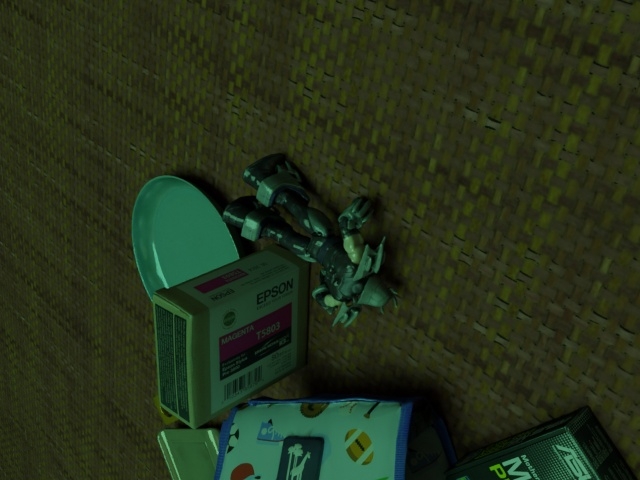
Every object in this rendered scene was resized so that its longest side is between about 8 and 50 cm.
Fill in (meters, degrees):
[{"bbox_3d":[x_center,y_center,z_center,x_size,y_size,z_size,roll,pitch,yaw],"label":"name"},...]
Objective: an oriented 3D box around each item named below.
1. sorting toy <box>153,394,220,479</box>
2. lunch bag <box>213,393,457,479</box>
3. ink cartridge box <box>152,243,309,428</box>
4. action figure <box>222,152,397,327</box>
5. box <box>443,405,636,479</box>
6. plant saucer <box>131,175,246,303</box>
[{"bbox_3d":[-0.230,0.452,1.448,0.196,0.047,0.347,-16,95,43],"label":"sorting toy"},{"bbox_3d":[0.030,0.408,1.013,0.328,0.239,0.385,-9,91,33],"label":"lunch bag"},{"bbox_3d":[-0.125,0.136,1.071,0.088,0.235,0.193,24,123,37],"label":"ink cartridge box"},{"bbox_3d":[0.000,0.000,0.998,0.285,0.099,0.185,40,124,22],"label":"action figure"},{"bbox_3d":[0.300,0.357,0.863,0.216,0.060,0.270,-41,76,46],"label":"box"},{"bbox_3d":[-0.223,0.037,1.271,0.318,0.044,0.317,20,120,38],"label":"plant saucer"}]
